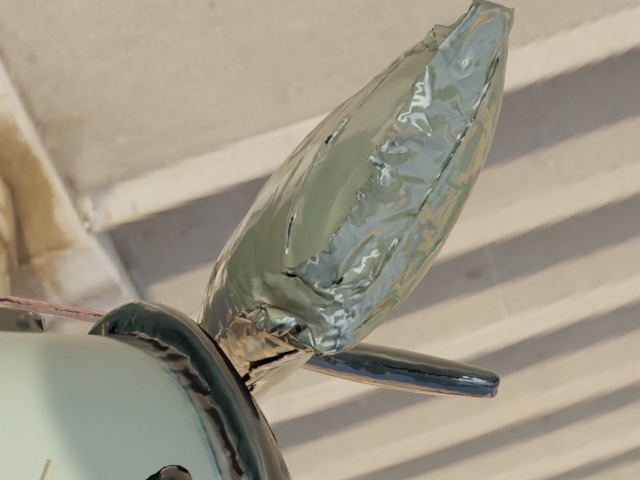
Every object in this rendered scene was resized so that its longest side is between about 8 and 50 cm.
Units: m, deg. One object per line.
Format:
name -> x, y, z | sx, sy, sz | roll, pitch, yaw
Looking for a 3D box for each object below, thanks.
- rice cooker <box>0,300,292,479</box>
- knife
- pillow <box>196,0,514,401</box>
rice cooker -> -0.109, 0.132, 0.404 | 0.227, 0.241, 0.280 | 5, 146, -26
knife -> -0.041, 0.046, 0.698 | 0.247, 0.018, 0.035 | 8, 180, 18
pillow -> 0.000, 0.000, 0.518 | 0.053, 0.119, 0.208 | 36, 160, -5
